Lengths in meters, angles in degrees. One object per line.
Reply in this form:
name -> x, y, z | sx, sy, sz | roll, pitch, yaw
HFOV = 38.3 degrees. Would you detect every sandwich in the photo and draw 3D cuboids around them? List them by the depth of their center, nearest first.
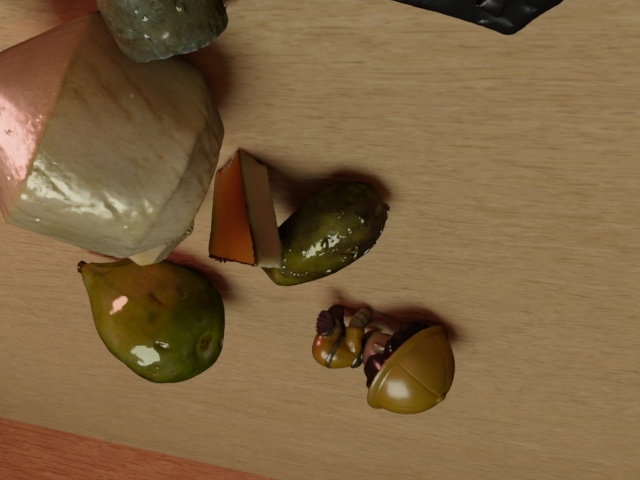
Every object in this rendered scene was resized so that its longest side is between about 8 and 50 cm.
sandwich -> -0.105, -0.045, 1.328 | 0.058, 0.163, 0.193 | 4, -178, -26

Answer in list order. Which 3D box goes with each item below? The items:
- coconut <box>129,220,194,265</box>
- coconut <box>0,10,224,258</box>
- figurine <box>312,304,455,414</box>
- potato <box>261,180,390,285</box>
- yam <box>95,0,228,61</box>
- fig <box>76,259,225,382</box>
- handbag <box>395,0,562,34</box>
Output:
coconut -> -0.284, -0.049, 1.436 | 0.147, 0.147, 0.153 | -1, 147, 35
coconut -> -0.286, -0.131, 1.131 | 0.328, 0.329, 0.329 | 15, 152, 8
figurine -> 0.111, 0.214, 1.636 | 0.256, 0.167, 0.192 | 13, 165, 18
potato -> 0.000, 0.000, 1.345 | 0.113, 0.149, 0.251 | 55, 133, 5
yam -> -0.189, -0.312, 0.925 | 0.133, 0.133, 0.330 | 10, 148, 18
fig -> -0.339, 0.149, 1.736 | 0.313, 0.233, 0.233 | 6, 151, 8
handbag -> 0.113, -0.275, 0.776 | 0.275, 0.088, 0.244 | 8, 162, -19
